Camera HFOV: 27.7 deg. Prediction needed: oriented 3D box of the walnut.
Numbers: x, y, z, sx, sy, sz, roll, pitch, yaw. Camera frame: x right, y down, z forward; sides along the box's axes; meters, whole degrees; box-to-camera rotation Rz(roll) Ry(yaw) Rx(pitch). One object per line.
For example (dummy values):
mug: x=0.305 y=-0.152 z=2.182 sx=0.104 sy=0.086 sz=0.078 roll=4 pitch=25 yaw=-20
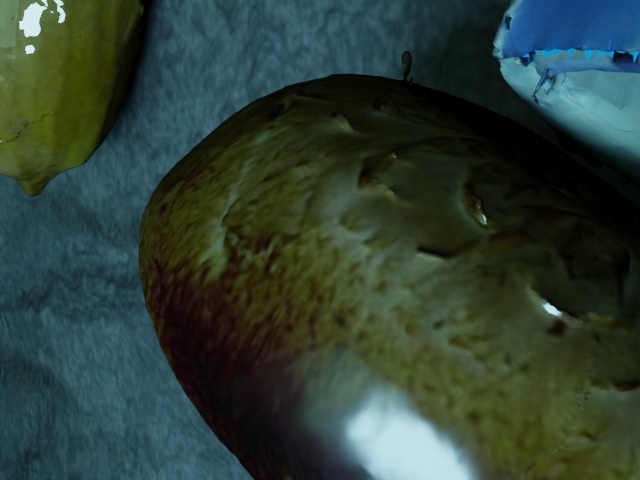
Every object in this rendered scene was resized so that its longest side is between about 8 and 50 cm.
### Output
walnut: x=-0.188 y=-0.138 z=0.892 sx=0.137 sy=0.137 sz=0.245 roll=46 pitch=127 yaw=38

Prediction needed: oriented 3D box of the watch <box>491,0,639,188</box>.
watch: x=0.145 y=-0.031 z=0.337 sx=0.274 sy=0.276 sz=0.068 roll=34 pitch=94 yaw=48

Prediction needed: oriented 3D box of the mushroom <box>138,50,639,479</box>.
mushroom: x=0.069 y=0.044 z=0.495 sx=0.163 sy=0.278 sz=0.297 roll=-50 pitch=61 yaw=4
